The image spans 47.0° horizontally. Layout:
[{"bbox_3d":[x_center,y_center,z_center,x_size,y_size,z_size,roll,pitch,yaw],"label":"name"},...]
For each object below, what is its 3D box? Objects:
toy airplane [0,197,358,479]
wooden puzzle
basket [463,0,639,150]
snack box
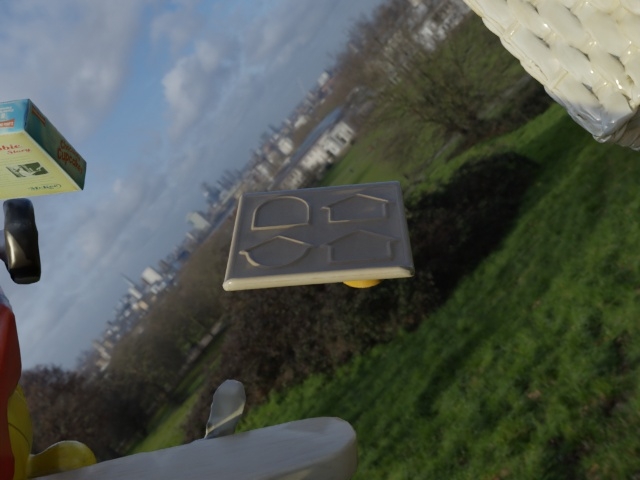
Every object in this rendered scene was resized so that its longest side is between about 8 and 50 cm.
[{"bbox_3d":[-0.214,0.172,0.417,0.384,0.386,0.272,-46,-35,-54],"label":"toy airplane"},{"bbox_3d":[0.000,0.000,1.360,0.348,0.322,0.080,-88,-7,-60],"label":"wooden puzzle"},{"bbox_3d":[0.323,-0.289,0.664,0.266,0.331,0.328,0,-40,-43],"label":"basket"},{"bbox_3d":[-0.550,-0.124,1.124,0.187,0.322,0.060,70,-164,-66],"label":"snack box"}]
